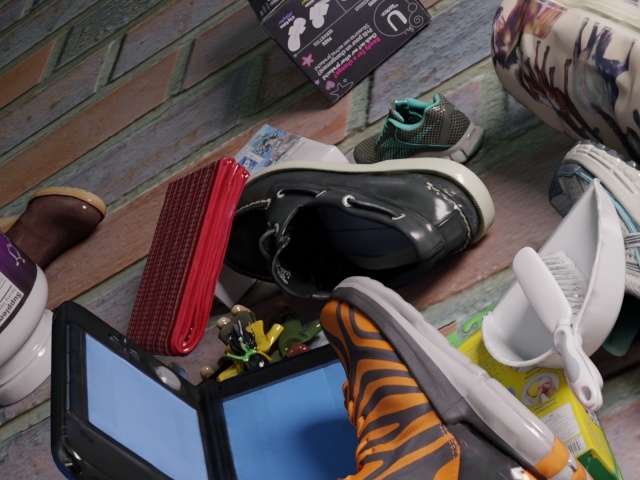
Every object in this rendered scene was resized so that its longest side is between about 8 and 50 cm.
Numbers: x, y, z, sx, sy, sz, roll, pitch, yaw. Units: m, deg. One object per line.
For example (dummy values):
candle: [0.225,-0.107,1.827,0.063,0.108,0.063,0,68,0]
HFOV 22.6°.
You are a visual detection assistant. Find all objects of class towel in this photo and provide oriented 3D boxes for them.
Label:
towel: [-0.141,0.022,1.630,0.275,0.031,0.199,170,117,-73]

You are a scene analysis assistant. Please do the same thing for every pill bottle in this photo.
pill bottle: [-0.442,0.042,1.843,0.181,0.323,0.181,-32,29,20]

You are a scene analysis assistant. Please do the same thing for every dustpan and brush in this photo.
dustpan and brush: [0.173,0.055,1.135,0.147,0.060,0.211,-55,33,23]

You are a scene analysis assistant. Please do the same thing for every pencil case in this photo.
pencil case: [0.276,-0.135,1.279,0.160,0.183,0.410,-36,25,-4]

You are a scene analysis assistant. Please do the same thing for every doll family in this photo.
doll family: [-0.087,0.127,1.522,0.193,0.076,0.111,-44,30,8]

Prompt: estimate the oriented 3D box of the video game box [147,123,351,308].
video game box: [-0.079,-0.031,1.765,0.205,0.048,0.187,-48,29,-9]

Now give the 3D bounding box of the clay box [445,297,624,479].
clay box: [0.140,0.135,1.212,0.127,0.053,0.222,-35,27,15]

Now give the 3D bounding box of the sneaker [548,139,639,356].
sneaker: [0.229,0.015,1.211,0.122,0.110,0.283,-48,25,1]

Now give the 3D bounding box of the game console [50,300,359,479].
game console: [-0.072,0.125,1.308,0.173,0.250,0.293,-48,21,10]

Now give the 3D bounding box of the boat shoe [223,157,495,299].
boat shoe: [0.002,0.003,1.516,0.340,0.127,0.113,-1,35,41]

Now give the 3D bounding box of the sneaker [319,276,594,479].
sneaker: [0.039,0.147,1.135,0.180,0.124,0.321,-45,29,-3]

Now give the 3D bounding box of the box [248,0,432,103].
box: [0.008,-0.297,1.933,0.163,0.142,0.247,-40,25,8]

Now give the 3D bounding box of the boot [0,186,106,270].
boot: [-0.383,0.049,2.056,0.248,0.090,0.207,-18,48,38]

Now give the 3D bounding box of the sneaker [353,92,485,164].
sneaker: [0.088,-0.113,1.623,0.166,0.076,0.065,-12,39,46]
